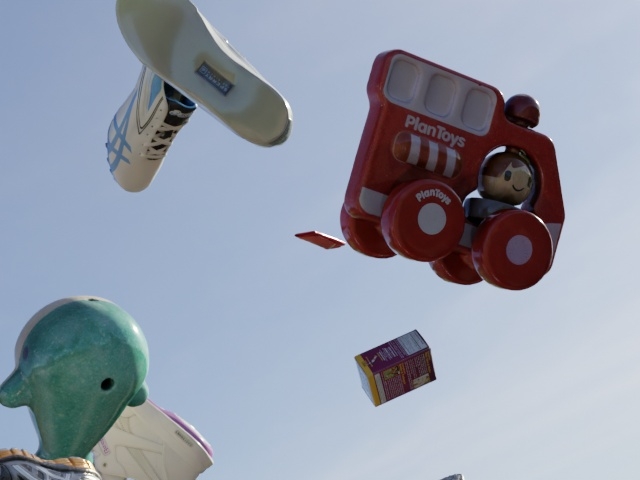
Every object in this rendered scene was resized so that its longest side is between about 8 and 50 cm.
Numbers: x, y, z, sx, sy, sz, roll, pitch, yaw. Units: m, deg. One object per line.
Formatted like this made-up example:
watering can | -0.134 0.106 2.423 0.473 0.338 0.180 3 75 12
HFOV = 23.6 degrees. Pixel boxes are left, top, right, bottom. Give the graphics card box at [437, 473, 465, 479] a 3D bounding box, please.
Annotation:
graphics card box | 0.106 0.457 1.612 0.232 0.371 0.094 -19 3 4

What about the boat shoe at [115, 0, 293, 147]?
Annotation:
boat shoe | -0.118 -0.172 1.558 0.079 0.227 0.081 -46 -10 -3

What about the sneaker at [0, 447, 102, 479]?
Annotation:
sneaker | -0.260 0.245 1.403 0.215 0.083 0.084 7 -58 -57

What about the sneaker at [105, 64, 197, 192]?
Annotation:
sneaker | -0.200 -0.153 1.898 0.085 0.086 0.237 -3 -52 -40

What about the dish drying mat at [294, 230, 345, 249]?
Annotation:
dish drying mat | 0.000 0.000 1.991 0.032 0.008 0.083 -9 -14 27

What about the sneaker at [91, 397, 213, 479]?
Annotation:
sneaker | -0.309 0.273 2.236 0.152 0.305 0.114 -52 -7 -7

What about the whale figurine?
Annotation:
whale figurine | -0.318 0.213 2.033 0.216 0.272 0.141 5 14 -34

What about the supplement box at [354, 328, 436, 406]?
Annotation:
supplement box | 0.088 0.150 1.800 0.083 0.043 0.055 -22 -51 -11

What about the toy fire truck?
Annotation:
toy fire truck | 0.178 -0.080 1.909 0.302 0.254 0.169 17 -5 -21
